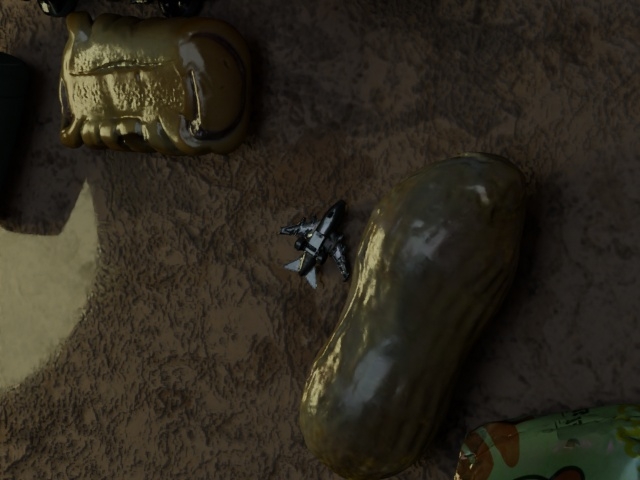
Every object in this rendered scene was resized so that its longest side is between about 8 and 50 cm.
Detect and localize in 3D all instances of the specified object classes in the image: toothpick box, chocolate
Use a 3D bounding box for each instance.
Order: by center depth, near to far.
[{"bbox_3d":[0.073,0.062,1.608,0.134,0.134,0.309,38,111,31],"label":"chocolate"},{"bbox_3d":[-0.367,-0.101,1.951,0.120,0.120,0.184,23,105,35],"label":"toothpick box"}]

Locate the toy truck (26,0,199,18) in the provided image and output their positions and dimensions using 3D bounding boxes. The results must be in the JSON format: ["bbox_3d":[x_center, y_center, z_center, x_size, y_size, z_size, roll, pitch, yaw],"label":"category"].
[{"bbox_3d":[-0.223,-0.276,1.852,0.253,0.107,0.114,5,88,38],"label":"toy truck"}]

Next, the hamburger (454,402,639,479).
[{"bbox_3d":[0.205,0.241,1.505,0.214,0.125,0.235,-6,71,47],"label":"hamburger"}]

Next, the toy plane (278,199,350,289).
[{"bbox_3d":[0.000,0.000,1.727,0.078,0.031,0.083,34,112,16],"label":"toy plane"}]

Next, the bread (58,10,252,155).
[{"bbox_3d":[-0.161,-0.147,1.816,0.225,0.081,0.134,9,105,38],"label":"bread"}]
